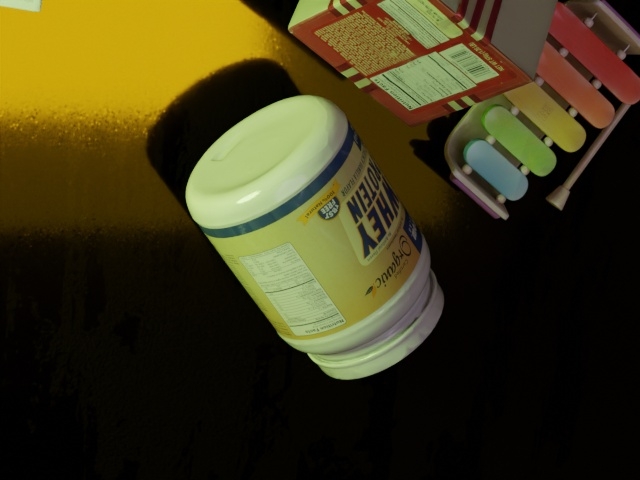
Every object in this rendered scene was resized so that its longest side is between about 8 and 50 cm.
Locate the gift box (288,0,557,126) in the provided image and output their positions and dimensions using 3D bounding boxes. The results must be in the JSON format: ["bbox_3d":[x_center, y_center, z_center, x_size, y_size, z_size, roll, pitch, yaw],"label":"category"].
[{"bbox_3d":[0.159,-0.318,1.709,0.255,0.276,0.258,38,57,-31],"label":"gift box"}]

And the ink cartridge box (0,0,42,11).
[{"bbox_3d":[-0.385,-0.393,1.604,0.172,0.100,0.237,6,107,-23],"label":"ink cartridge box"}]

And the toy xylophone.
[{"bbox_3d":[0.319,-0.171,1.953,0.236,0.081,0.322,29,98,-27],"label":"toy xylophone"}]

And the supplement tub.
[{"bbox_3d":[0.000,0.000,1.817,0.228,0.228,0.316,-37,117,-4],"label":"supplement tub"}]
